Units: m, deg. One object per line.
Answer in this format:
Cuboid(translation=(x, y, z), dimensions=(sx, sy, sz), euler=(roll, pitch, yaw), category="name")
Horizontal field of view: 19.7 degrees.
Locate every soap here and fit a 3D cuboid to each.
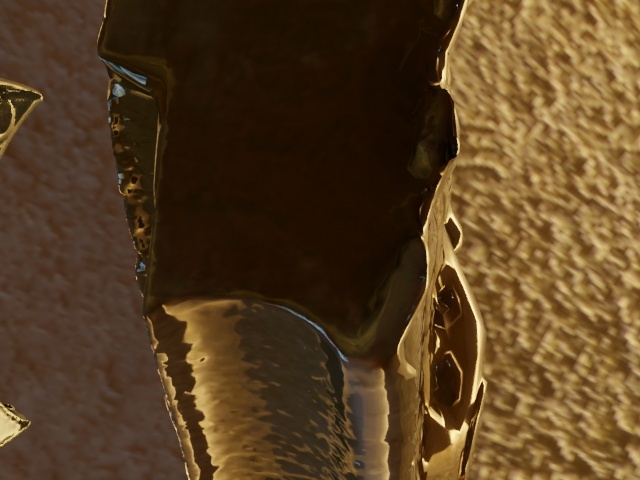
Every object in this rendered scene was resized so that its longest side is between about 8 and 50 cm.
Cuboid(translation=(0.000, 0.000, 0.716), dimensions=(0.143, 0.281, 0.259), euler=(2, -124, 2), category="soap")

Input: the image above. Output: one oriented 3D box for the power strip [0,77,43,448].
Cuboid(translation=(-0.218, 0.011, 1.030), dimensions=(0.054, 0.167, 0.253), euler=(12, -70, 25), category="power strip")
